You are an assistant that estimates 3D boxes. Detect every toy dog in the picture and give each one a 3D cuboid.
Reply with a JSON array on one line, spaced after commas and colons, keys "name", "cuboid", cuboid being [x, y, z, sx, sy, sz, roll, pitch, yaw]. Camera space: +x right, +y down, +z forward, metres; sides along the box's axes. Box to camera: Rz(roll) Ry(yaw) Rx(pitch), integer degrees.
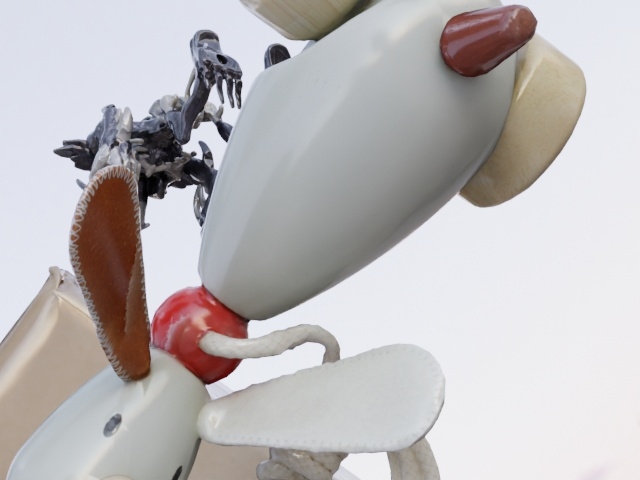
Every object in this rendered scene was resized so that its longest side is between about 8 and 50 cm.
[{"name": "toy dog", "cuboid": [0.000, 0.000, 0.777, 0.161, 0.220, 0.334, -168, 92, -73]}]

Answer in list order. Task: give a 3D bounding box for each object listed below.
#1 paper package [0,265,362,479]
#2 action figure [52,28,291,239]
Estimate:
[{"name": "paper package", "cuboid": [-0.114, 0.235, 1.058, 0.325, 0.309, 0.168, -55, -2, -3]}, {"name": "action figure", "cuboid": [-0.131, -0.069, 1.617, 0.164, 0.141, 0.275, 16, -34, -29]}]
